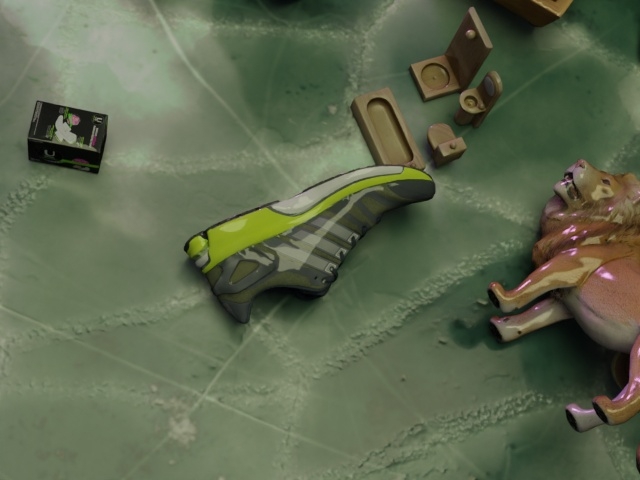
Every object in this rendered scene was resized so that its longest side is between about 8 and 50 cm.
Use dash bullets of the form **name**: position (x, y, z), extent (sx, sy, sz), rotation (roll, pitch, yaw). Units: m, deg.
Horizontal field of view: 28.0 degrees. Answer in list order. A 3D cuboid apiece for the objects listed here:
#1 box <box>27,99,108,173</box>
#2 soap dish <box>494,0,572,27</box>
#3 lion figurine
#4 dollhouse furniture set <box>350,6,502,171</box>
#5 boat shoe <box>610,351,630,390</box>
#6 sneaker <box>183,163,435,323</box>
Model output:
- **box**: position (-0.291, -0.119, 1.476), extent (0.083, 0.062, 0.052), rotation (12, 67, -6)
- **soap dish**: position (0.276, -0.429, 1.658), extent (0.229, 0.118, 0.291), rotation (32, 67, 10)
- **lion figurine**: position (0.341, 0.079, 1.433), extent (0.240, 0.142, 0.392), rotation (-26, 47, -9)
- **dollhouse furniture set**: position (0.132, -0.172, 1.545), extent (0.151, 0.123, 0.144), rotation (-19, 75, -17)
- **boat shoe**: position (0.454, 0.094, 1.542), extent (0.285, 0.089, 0.104), rotation (-31, 105, -17)
- **sneaker**: position (0.000, 0.000, 1.477), extent (0.300, 0.111, 0.121), rotation (-22, 89, -10)
